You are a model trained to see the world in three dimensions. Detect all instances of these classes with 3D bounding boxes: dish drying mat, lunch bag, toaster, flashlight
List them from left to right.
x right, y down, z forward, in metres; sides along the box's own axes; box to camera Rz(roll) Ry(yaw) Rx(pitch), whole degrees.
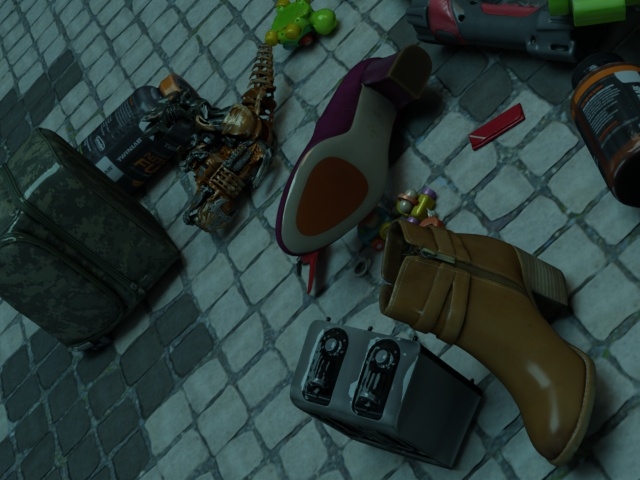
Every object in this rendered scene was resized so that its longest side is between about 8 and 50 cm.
[{"bbox_3d":[-0.416,0.013,1.933,0.256,0.305,0.212,-46,35,3],"label":"lunch bag"},{"bbox_3d":[0.079,0.178,1.390,0.168,0.185,0.110,10,71,41],"label":"toaster"},{"bbox_3d":[0.237,-0.154,1.614,0.083,0.008,0.032,-33,40,24],"label":"dish drying mat"},{"bbox_3d":[0.256,-0.311,1.653,0.304,0.103,0.103,15,116,47],"label":"flashlight"}]

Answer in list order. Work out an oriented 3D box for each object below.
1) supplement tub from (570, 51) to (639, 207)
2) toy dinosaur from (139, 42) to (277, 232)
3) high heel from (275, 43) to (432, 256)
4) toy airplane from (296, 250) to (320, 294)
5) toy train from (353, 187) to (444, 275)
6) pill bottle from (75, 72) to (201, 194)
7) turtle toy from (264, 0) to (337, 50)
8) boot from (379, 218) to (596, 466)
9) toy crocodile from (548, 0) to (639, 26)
[{"bbox_3d":[0.356,-0.137,1.395,0.106,0.106,0.198,-36,41,21],"label":"supplement tub"},{"bbox_3d":[-0.149,-0.166,1.957,0.218,0.164,0.322,12,51,35],"label":"toy dinosaur"},{"bbox_3d":[0.023,-0.113,1.693,0.377,0.127,0.181,-53,16,-27],"label":"high heel"},{"bbox_3d":[0.000,0.000,1.694,0.151,0.028,0.151,-54,21,31],"label":"toy airplane"},{"bbox_3d":[0.102,-0.015,1.613,0.166,0.046,0.125,-17,49,37],"label":"toy train"},{"bbox_3d":[-0.318,-0.185,2.122,0.245,0.130,0.130,-41,39,16],"label":"pill bottle"},{"bbox_3d":[-0.031,-0.364,2.016,0.130,0.066,0.095,-8,56,43],"label":"turtle toy"},{"bbox_3d":[0.174,0.098,1.288,0.109,0.220,0.283,-51,28,45],"label":"boot"},{"bbox_3d":[0.345,-0.368,1.515,0.115,0.105,0.340,-3,35,16],"label":"toy crocodile"}]
